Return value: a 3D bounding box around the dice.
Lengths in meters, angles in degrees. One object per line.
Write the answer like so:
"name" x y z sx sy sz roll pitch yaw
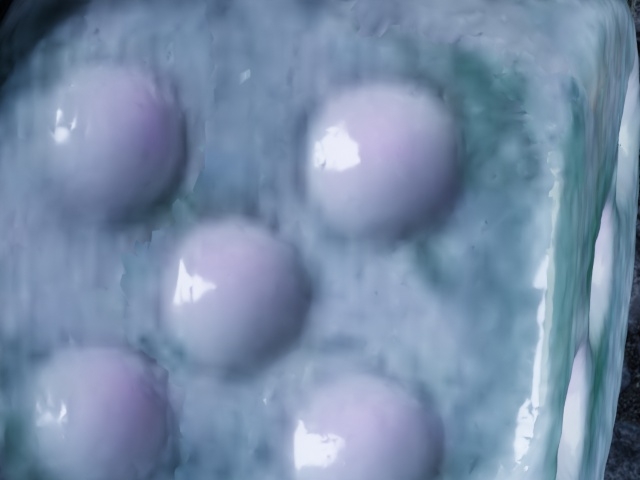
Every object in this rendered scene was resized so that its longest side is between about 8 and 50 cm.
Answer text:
"dice" 0.000 0.000 1.087 0.328 0.330 0.348 -20 113 -73
